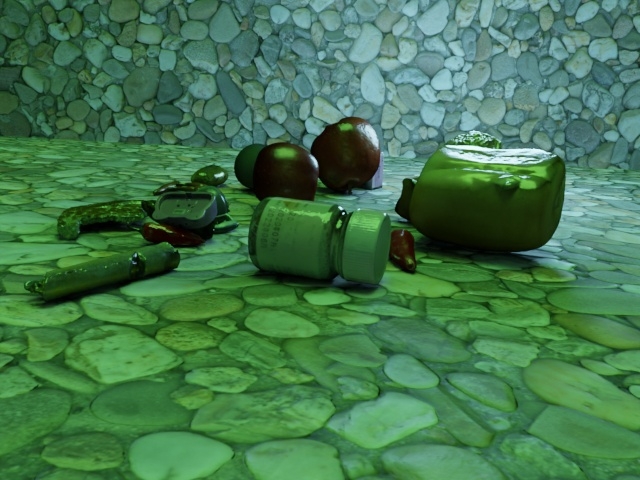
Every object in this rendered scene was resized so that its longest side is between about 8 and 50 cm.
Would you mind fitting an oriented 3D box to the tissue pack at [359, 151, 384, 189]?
[{"bbox_3d":[0.134,-0.299,2.648,0.247,0.148,0.093,12,18,33],"label":"tissue pack"}]

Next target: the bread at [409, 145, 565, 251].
[{"bbox_3d":[0.435,-0.108,1.694,0.376,0.252,0.348,9,31,26],"label":"bread"}]

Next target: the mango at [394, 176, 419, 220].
[{"bbox_3d":[0.374,-0.123,1.972,0.288,0.152,0.201,3,17,0],"label":"mango"}]

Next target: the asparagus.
[{"bbox_3d":[-0.368,-0.055,1.683,0.287,0.080,0.080,20,20,28],"label":"asparagus"}]

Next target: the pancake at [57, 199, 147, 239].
[{"bbox_3d":[-0.560,-0.060,1.715,0.198,0.054,0.376,8,16,23],"label":"pancake"}]

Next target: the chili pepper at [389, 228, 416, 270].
[{"bbox_3d":[0.197,0.017,1.559,0.071,0.063,0.272,-8,16,6],"label":"chili pepper"}]

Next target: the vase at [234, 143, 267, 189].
[{"bbox_3d":[-0.171,-0.234,2.298,0.173,0.173,0.321,-5,20,-30],"label":"vase"}]

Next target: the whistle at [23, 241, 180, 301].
[{"bbox_3d":[-0.408,0.059,1.241,0.068,0.057,0.326,9,15,33],"label":"whistle"}]

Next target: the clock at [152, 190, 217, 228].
[{"bbox_3d":[-0.335,-0.069,1.594,0.153,0.050,0.110,1,43,13],"label":"clock"}]

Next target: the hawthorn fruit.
[{"bbox_3d":[0.096,-0.314,2.450,0.276,0.299,0.275,-9,-13,-2],"label":"hawthorn fruit"}]

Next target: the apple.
[{"bbox_3d":[-0.110,-0.199,2.026,0.202,0.218,0.218,5,14,-4],"label":"apple"}]

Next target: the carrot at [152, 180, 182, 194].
[{"bbox_3d":[-0.536,-0.182,2.249,0.036,0.035,0.165,9,17,21],"label":"carrot"}]

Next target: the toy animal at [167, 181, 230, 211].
[{"bbox_3d":[-0.377,-0.135,2.030,0.230,0.066,0.224,10,14,4],"label":"toy animal"}]

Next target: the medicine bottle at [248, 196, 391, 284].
[{"bbox_3d":[0.000,0.000,1.355,0.274,0.165,0.165,7,14,17],"label":"medicine bottle"}]

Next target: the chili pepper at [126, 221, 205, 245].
[{"bbox_3d":[-0.372,-0.012,1.557,0.191,0.050,0.059,12,8,-15],"label":"chili pepper"}]

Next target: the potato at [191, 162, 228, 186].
[{"bbox_3d":[-0.416,-0.243,2.427,0.105,0.085,0.188,7,19,24],"label":"potato"}]

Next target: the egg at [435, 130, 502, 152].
[{"bbox_3d":[0.519,-0.245,2.268,0.279,0.279,0.310,-3,-16,-24],"label":"egg"}]

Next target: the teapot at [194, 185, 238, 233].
[{"bbox_3d":[-0.312,-0.069,1.752,0.111,0.149,0.108,-33,-2,42],"label":"teapot"}]
